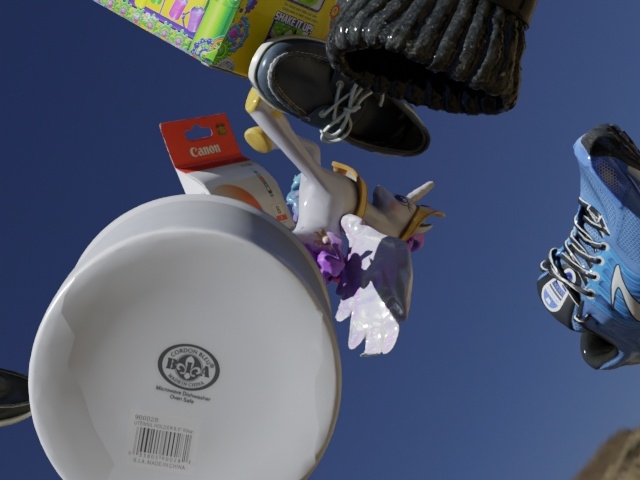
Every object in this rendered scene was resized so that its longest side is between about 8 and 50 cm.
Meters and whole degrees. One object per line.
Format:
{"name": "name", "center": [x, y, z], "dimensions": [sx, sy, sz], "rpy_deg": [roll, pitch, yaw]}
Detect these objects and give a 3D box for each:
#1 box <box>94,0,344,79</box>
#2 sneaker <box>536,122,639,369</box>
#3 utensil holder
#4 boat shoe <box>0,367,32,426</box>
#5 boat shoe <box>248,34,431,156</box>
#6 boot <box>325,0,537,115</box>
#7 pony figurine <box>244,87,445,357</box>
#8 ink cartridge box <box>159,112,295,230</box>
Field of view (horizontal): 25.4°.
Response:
{"name": "box", "center": [-0.111, -0.357, 1.608], "dimensions": [0.177, 0.290, 0.279], "rpy_deg": [11, -72, -54]}
{"name": "sneaker", "center": [0.295, 0.026, 1.443], "dimensions": [0.147, 0.130, 0.330], "rpy_deg": [-21, -49, 0]}
{"name": "utensil holder", "center": [-0.138, 0.118, 1.538], "dimensions": [0.385, 0.327, 0.328], "rpy_deg": [-130, 66, -85]}
{"name": "boat shoe", "center": [-0.439, 0.170, 1.699], "dimensions": [0.233, 0.084, 0.079], "rpy_deg": [14, -49, -32]}
{"name": "boat shoe", "center": [0.027, -0.150, 1.564], "dimensions": [0.254, 0.079, 0.095], "rpy_deg": [28, -81, -47]}
{"name": "boot", "center": [0.193, -0.233, 1.221], "dimensions": [0.131, 0.347, 0.260], "rpy_deg": [60, -141, -58]}
{"name": "pony figurine", "center": [0.000, 0.000, 1.990], "dimensions": [0.302, 0.363, 0.351], "rpy_deg": [-23, 43, 55]}
{"name": "ink cartridge box", "center": [-0.115, -0.081, 1.806], "dimensions": [0.145, 0.045, 0.179], "rpy_deg": [-17, -94, -55]}
